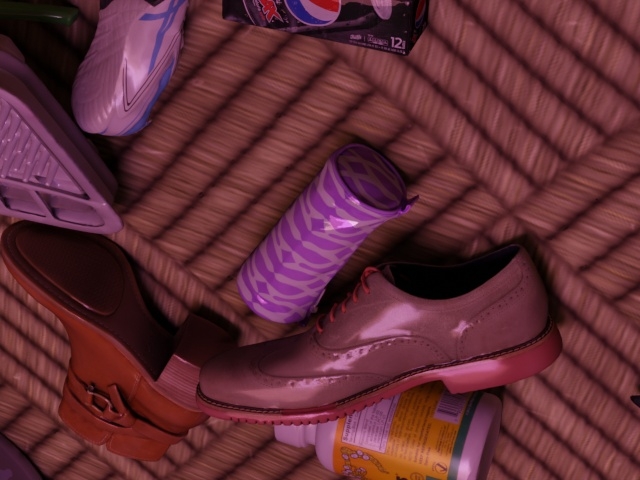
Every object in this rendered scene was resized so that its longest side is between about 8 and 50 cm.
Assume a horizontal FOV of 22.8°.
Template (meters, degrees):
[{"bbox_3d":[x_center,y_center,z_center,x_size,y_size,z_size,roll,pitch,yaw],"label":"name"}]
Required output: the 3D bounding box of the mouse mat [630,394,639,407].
[{"bbox_3d":[0.381,0.175,1.430,0.152,0.007,0.190,35,159,-12],"label":"mouse mat"}]

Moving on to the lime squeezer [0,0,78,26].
[{"bbox_3d":[-0.383,-0.247,1.444,0.310,0.110,0.059,24,147,6],"label":"lime squeezer"}]

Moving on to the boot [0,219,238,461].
[{"bbox_3d":[-0.238,0.113,1.686,0.283,0.109,0.220,29,137,-8],"label":"boot"}]

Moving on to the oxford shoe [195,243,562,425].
[{"bbox_3d":[0.042,0.079,1.480,0.348,0.123,0.130,-14,114,6],"label":"oxford shoe"}]

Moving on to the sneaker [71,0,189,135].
[{"bbox_3d":[-0.152,-0.197,1.414,0.085,0.086,0.237,45,125,25],"label":"sneaker"}]

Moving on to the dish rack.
[{"bbox_3d":[-0.341,-0.117,1.480,0.285,0.072,0.333,12,162,17],"label":"dish rack"}]

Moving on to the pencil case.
[{"bbox_3d":[0.000,0.000,1.479,0.088,0.086,0.206,42,133,3],"label":"pencil case"}]

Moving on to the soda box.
[{"bbox_3d":[0.004,-0.205,1.333,0.169,0.060,0.053,13,127,15],"label":"soda box"}]

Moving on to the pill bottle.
[{"bbox_3d":[0.066,0.184,1.575,0.208,0.117,0.117,14,131,14],"label":"pill bottle"}]

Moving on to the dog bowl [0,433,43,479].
[{"bbox_3d":[-0.489,0.374,1.919,0.349,0.102,0.349,4,109,11],"label":"dog bowl"}]
